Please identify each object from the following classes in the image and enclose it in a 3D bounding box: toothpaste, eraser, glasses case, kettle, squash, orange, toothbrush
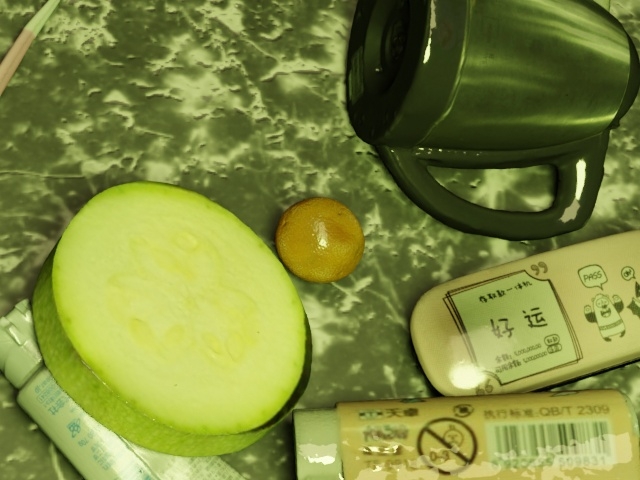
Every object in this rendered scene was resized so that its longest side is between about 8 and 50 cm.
[{"bbox_3d":[-0.163,0.174,1.269,0.299,0.073,0.114,44,67,1],"label":"toothpaste"},{"bbox_3d":[0.124,0.208,1.280,0.290,0.087,0.171,-3,63,-3],"label":"eraser"},{"bbox_3d":[0.231,0.070,1.408,0.314,0.075,0.122,-14,68,-20],"label":"glasses case"},{"bbox_3d":[0.185,-0.154,1.438,0.271,0.207,0.251,7,57,-20],"label":"kettle"},{"bbox_3d":[-0.121,0.066,1.297,0.252,0.049,0.252,21,46,-24],"label":"squash"},{"bbox_3d":[0.000,0.000,1.382,0.085,0.085,0.085,6,64,-12],"label":"orange"},{"bbox_3d":[-0.287,-0.180,1.425,0.025,0.020,0.286,21,61,5],"label":"toothbrush"}]
